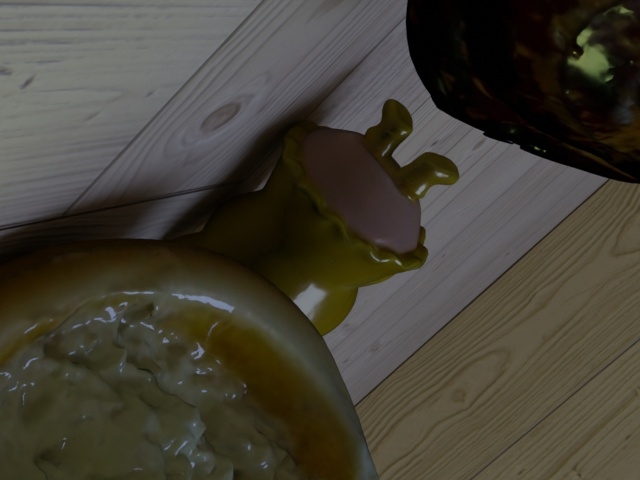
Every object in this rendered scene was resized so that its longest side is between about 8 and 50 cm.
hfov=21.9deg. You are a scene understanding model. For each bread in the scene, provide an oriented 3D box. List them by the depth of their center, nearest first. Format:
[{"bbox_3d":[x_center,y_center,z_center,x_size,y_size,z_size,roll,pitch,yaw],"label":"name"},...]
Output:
[{"bbox_3d":[-0.153,0.190,1.045,0.424,0.329,0.245,-37,171,-44],"label":"bread"}]

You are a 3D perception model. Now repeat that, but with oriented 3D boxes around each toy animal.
[{"bbox_3d":[-0.004,-0.004,1.246,0.230,0.156,0.156,-45,168,19],"label":"toy animal"}]

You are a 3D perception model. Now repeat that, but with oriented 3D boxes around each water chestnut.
[{"bbox_3d":[0.194,-0.163,0.994,0.289,0.289,0.244,58,54,-79],"label":"water chestnut"}]
